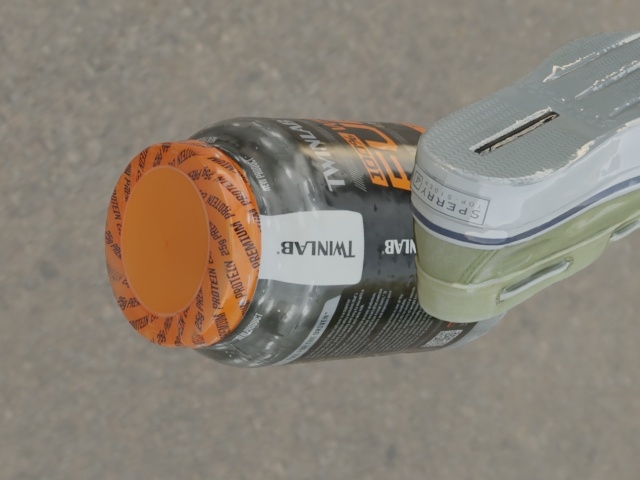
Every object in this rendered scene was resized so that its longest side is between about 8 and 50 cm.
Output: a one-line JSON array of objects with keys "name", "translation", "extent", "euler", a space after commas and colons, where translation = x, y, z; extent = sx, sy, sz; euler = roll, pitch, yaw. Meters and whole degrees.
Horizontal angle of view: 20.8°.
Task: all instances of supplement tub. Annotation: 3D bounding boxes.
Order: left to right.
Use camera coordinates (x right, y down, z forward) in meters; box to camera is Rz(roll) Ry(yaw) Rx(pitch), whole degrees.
[{"name": "supplement tub", "translation": [0.000, 0.000, 1.474], "extent": [0.338, 0.207, 0.207], "euler": [-2, 73, -44]}]

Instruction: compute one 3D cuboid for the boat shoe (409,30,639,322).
[{"name": "boat shoe", "translation": [0.147, -0.044, 0.980], "extent": [0.109, 0.094, 0.302], "euler": [34, 38, 31]}]
